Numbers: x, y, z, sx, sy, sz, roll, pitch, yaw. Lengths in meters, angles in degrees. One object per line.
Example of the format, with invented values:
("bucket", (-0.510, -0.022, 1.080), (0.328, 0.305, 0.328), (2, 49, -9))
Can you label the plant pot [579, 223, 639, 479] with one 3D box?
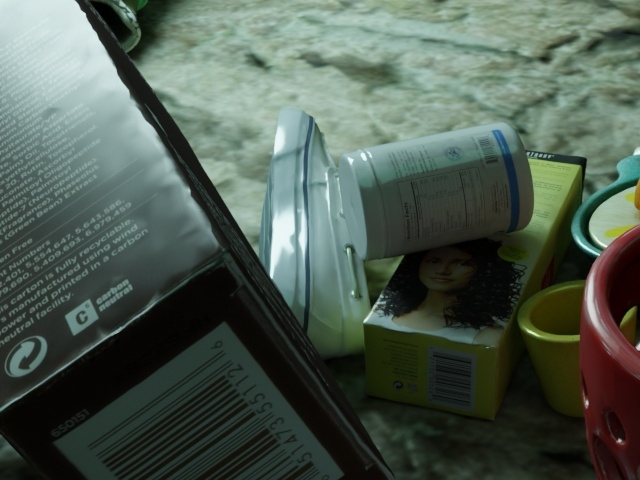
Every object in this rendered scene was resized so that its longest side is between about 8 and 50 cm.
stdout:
("plant pot", (0.220, 0.097, 0.802), (0.191, 0.174, 0.191), (-1, 33, 0))

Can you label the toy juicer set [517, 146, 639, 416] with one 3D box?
("toy juicer set", (0.262, -0.009, 1.021), (0.209, 0.089, 0.329), (0, 29, 25))

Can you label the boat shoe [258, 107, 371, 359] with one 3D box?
("boat shoe", (0.000, 0.000, 1.071), (0.076, 0.083, 0.226), (7, 44, -5))

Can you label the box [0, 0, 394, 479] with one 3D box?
("box", (-0.117, 0.007, 0.915), (0.143, 0.191, 0.381), (-35, 39, -1))

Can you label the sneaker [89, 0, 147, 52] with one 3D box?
("sneaker", (-0.205, -0.231, 1.424), (0.182, 0.158, 0.410), (47, 48, 12))

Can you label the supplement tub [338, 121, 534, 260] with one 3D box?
("supplement tub", (0.071, -0.030, 0.998), (0.107, 0.071, 0.071), (-12, 34, -8))

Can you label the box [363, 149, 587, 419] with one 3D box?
("box", (0.103, 0.018, 1.041), (0.087, 0.058, 0.232), (9, 33, 17))
